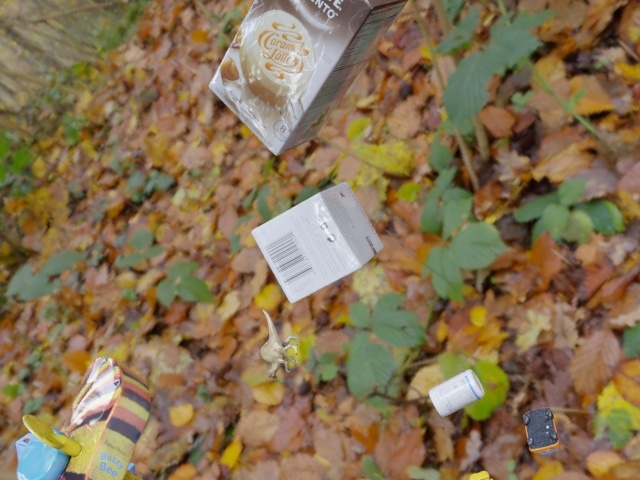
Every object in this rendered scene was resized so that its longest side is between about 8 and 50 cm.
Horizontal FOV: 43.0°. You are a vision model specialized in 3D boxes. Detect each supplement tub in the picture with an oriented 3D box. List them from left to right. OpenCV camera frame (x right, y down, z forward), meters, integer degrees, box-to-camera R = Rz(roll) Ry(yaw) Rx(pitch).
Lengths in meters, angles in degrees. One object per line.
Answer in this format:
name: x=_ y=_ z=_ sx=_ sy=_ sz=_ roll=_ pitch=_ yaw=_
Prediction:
supplement tub: x=0.307 y=0.342 z=1.823 sx=0.107 sy=0.071 sz=0.071 roll=-31 pitch=26 yaw=14

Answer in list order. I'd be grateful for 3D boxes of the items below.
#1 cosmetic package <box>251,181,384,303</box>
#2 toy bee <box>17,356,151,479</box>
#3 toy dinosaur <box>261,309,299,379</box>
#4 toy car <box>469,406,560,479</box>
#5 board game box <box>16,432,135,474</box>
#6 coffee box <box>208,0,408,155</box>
cosmetic package: x=0.000 y=0.000 z=1.479 sx=0.151 sy=0.151 sz=0.184 roll=-29 pitch=2 yaw=20
toy bee: x=-0.259 y=0.284 z=0.921 sx=0.162 sy=0.195 sz=0.298 roll=1 pitch=78 yaw=43
toy dinosaur: x=-0.103 y=0.265 z=2.019 sx=0.053 sy=0.093 sz=0.183 roll=-79 pitch=-14 yaw=-80
toy car: x=0.222 y=0.242 z=0.928 sx=0.122 sy=0.040 sz=0.060 roll=-30 pitch=30 yaw=3
board game box: x=-0.400 y=0.417 z=1.340 sx=0.039 sy=0.212 sz=0.160 roll=-42 pitch=-43 yaw=-61
coffee box: x=-0.021 y=-0.247 z=1.018 sx=0.098 sy=0.141 sz=0.246 roll=-33 pitch=-16 yaw=-49
